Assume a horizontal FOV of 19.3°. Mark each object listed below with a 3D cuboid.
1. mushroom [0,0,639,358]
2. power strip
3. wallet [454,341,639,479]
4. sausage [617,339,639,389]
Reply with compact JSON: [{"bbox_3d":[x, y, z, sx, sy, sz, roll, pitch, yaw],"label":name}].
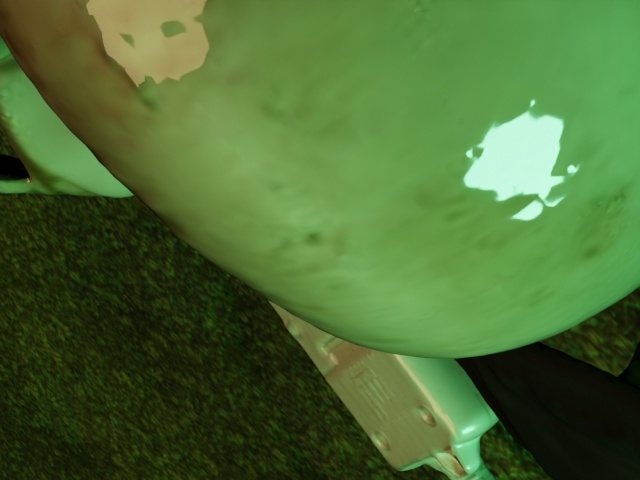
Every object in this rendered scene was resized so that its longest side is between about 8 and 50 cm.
[{"bbox_3d":[-0.023,-0.121,0.604,0.294,0.362,0.362,-30,96,18],"label":"mushroom"},{"bbox_3d":[0.000,0.000,1.017,0.338,0.058,0.098,54,151,2],"label":"power strip"},{"bbox_3d":[0.182,0.141,0.798,0.247,0.041,0.323,29,164,47],"label":"wallet"},{"bbox_3d":[0.281,0.126,0.702,0.371,0.082,0.082,32,145,34],"label":"sausage"}]
